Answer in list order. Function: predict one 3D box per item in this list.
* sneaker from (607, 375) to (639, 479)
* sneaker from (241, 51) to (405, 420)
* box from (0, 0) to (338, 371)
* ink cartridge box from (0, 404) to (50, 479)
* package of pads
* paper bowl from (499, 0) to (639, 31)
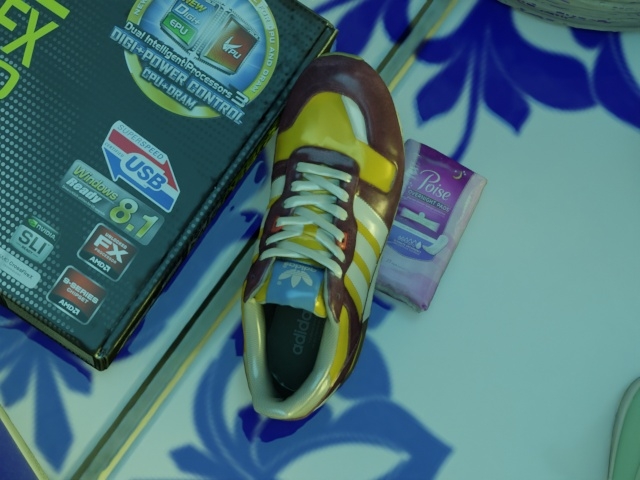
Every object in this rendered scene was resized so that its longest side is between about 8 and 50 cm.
[{"bbox_3d":[0.181,0.182,0.936,0.094,0.151,0.256,7,80,-6],"label":"sneaker"},{"bbox_3d":[0.000,0.000,0.955,0.069,0.084,0.185,7,102,11],"label":"sneaker"},{"bbox_3d":[-0.162,-0.095,1.000,0.270,0.060,0.216,35,79,1],"label":"box"},{"bbox_3d":[-0.156,0.105,0.881,0.045,0.224,0.223,-33,85,-10],"label":"ink cartridge box"},{"bbox_3d":[0.050,-0.007,1.019,0.050,0.032,0.083,27,78,-2],"label":"package of pads"},{"bbox_3d":[0.168,-0.266,1.021,0.284,0.148,0.284,1,80,-4],"label":"paper bowl"}]
